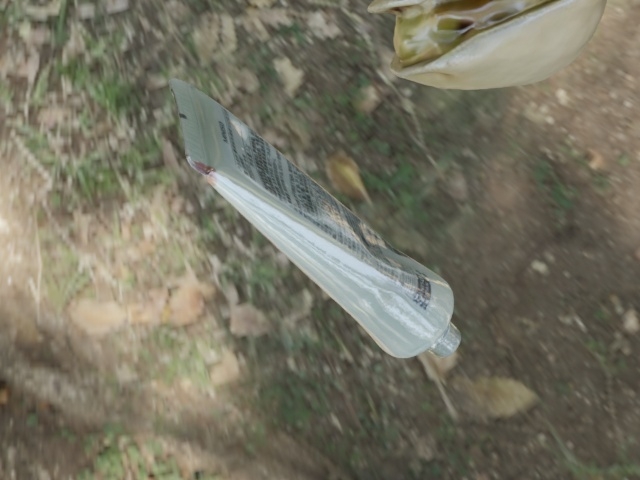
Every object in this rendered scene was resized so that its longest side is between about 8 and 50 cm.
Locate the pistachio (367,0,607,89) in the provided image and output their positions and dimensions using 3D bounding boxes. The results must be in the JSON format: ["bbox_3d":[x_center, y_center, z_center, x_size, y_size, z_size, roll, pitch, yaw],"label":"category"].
[{"bbox_3d":[0.123,-0.168,1.272,0.152,0.223,0.126,-11,101,34],"label":"pistachio"}]

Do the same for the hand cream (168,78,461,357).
[{"bbox_3d":[0.000,0.000,1.450,0.078,0.124,0.341,-39,125,18],"label":"hand cream"}]
